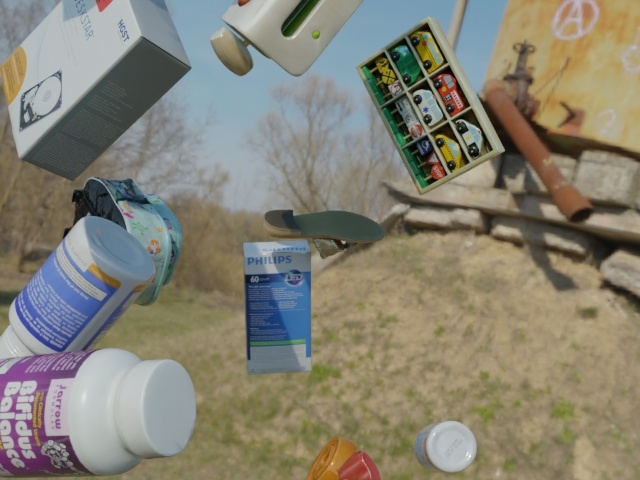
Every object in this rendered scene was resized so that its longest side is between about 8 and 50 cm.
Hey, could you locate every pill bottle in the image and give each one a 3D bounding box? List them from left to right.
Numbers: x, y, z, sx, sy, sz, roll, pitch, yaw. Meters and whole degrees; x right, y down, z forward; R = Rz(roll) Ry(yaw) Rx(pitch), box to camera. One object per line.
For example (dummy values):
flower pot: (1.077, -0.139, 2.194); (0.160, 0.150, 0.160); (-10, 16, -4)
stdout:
pill bottle: (-0.410, 0.105, 1.307); (0.152, 0.272, 0.152); (40, 13, -12)
pill bottle: (-0.329, 0.235, 1.084); (0.301, 0.169, 0.169); (-9, -12, 23)
pill bottle: (0.214, 0.367, 1.411); (0.087, 0.087, 0.160); (14, -17, -1)

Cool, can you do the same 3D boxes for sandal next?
sandal: (-0.001, -0.004, 1.508); (0.240, 0.079, 0.088); (5, 38, -20)

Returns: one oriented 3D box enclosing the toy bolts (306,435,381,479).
toy bolts: (0.067, 0.386, 1.116); (0.158, 0.218, 0.228); (36, -43, -6)

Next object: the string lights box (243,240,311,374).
string lights box: (-0.087, 0.136, 1.608); (0.133, 0.260, 0.077); (-2, 17, -7)

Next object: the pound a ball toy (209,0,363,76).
pound a ball toy: (-0.039, -0.372, 1.113); (0.135, 0.319, 0.208); (37, 7, -31)

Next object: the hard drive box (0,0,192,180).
hard drive box: (-0.295, -0.222, 1.023); (0.089, 0.232, 0.181); (27, 31, -51)

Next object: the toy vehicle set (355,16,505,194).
toy vehicle set: (0.190, -0.235, 1.406); (0.166, 0.267, 0.035); (-30, -8, 31)

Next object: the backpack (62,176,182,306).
backpack: (-0.393, 0.014, 1.618); (0.191, 0.225, 0.253); (6, 26, -37)
